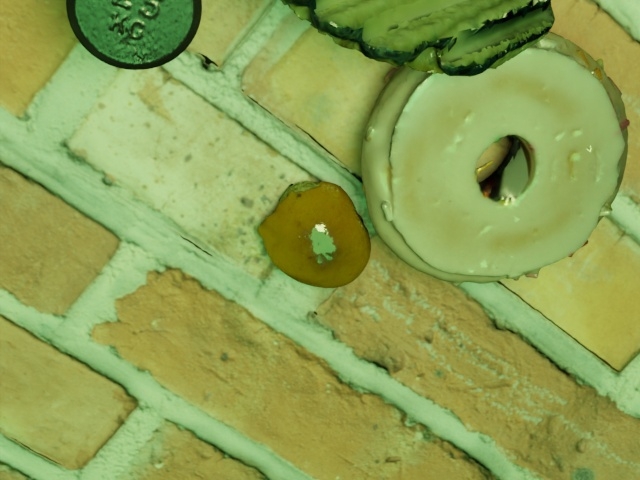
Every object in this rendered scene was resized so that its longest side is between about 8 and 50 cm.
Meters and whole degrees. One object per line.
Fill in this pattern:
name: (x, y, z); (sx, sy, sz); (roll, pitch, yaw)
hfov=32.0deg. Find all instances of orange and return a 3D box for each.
orange: (0.000, 0.000, 1.590); (0.170, 0.112, 0.160); (2, 116, -21)

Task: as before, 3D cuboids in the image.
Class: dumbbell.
dumbbell: (-0.223, -0.308, 1.340); (0.152, 0.218, 0.152); (-4, 117, -7)

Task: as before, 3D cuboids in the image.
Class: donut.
donut: (0.234, -0.121, 1.533); (0.382, 0.142, 0.383); (-3, 117, -6)

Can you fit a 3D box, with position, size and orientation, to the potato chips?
potato chips: (0.109, -0.357, 1.325); (0.429, 0.070, 0.358); (-25, 88, -28)
